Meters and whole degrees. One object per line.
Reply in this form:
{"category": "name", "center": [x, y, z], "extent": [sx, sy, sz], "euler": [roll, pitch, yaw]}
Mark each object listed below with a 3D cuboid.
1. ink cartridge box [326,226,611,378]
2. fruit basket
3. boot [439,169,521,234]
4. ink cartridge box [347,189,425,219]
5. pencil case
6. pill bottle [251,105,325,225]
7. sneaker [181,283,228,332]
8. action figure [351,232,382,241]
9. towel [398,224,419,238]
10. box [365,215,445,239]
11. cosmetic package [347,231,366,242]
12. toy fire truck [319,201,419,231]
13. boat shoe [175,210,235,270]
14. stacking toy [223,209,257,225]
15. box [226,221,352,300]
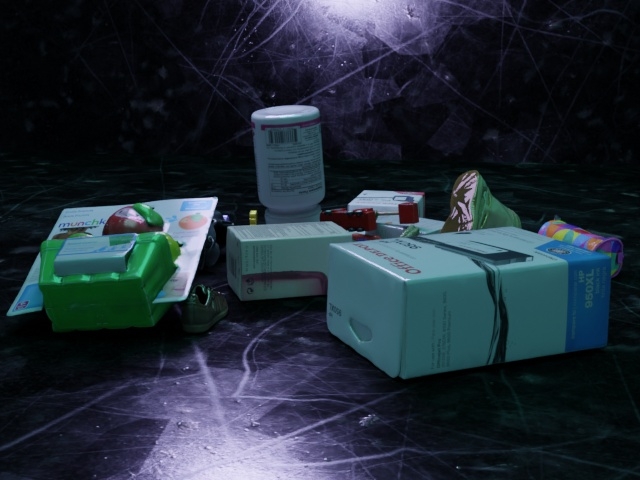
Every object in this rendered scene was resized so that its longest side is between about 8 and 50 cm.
{"category": "ink cartridge box", "center": [0.243, 0.092, 1.582], "extent": [0.394, 0.166, 0.285], "euler": [-6, 13, -24]}
{"category": "fruit basket", "center": [-0.375, 0.012, 1.723], "extent": [0.327, 0.165, 0.353], "euler": [-4, 38, 7]}
{"category": "boot", "center": [0.369, -0.003, 2.126], "extent": [0.095, 0.262, 0.203], "euler": [-16, -43, 41]}
{"category": "ink cartridge box", "center": [0.175, -0.064, 2.434], "extent": [0.172, 0.100, 0.237], "euler": [3, 13, 12]}
{"category": "pencil case", "center": [0.584, 0.016, 2.103], "extent": [0.104, 0.104, 0.236], "euler": [-4, 15, -18]}
{"category": "pill bottle", "center": [-0.072, -0.164, 2.180], "extent": [0.160, 0.283, 0.160], "euler": [-3, 17, 1]}
{"category": "sneaker", "center": [-0.208, 0.109, 1.704], "extent": [0.066, 0.071, 0.188], "euler": [1, 13, 4]}
{"category": "action figure", "center": [0.031, 0.027, 2.048], "extent": [0.280, 0.091, 0.139], "euler": [4, 6, 19]}
{"category": "towel", "center": [0.185, 0.028, 2.001], "extent": [0.027, 0.110, 0.148], "euler": [12, 15, 16]}
{"category": "box", "center": [0.207, 0.002, 2.158], "extent": [0.170, 0.091, 0.130], "euler": [11, 17, 38]}
{"category": "cosmetic package", "center": [0.000, 0.000, 2.229], "extent": [0.239, 0.060, 0.099], "euler": [9, 16, 34]}
{"category": "toy fire truck", "center": [0.109, -0.053, 2.097], "extent": [0.192, 0.047, 0.135], "euler": [2, 12, 40]}
{"category": "boat shoe", "center": [-0.270, 0.010, 2.064], "extent": [0.113, 0.127, 0.340], "euler": [29, 14, 5]}
{"category": "stacking toy", "center": [-0.254, -0.040, 2.424], "extent": [0.167, 0.052, 0.221], "euler": [0, 13, 1]}
{"category": "box", "center": [-0.066, 0.039, 1.901], "extent": [0.232, 0.127, 0.148], "euler": [-3, 13, -16]}
